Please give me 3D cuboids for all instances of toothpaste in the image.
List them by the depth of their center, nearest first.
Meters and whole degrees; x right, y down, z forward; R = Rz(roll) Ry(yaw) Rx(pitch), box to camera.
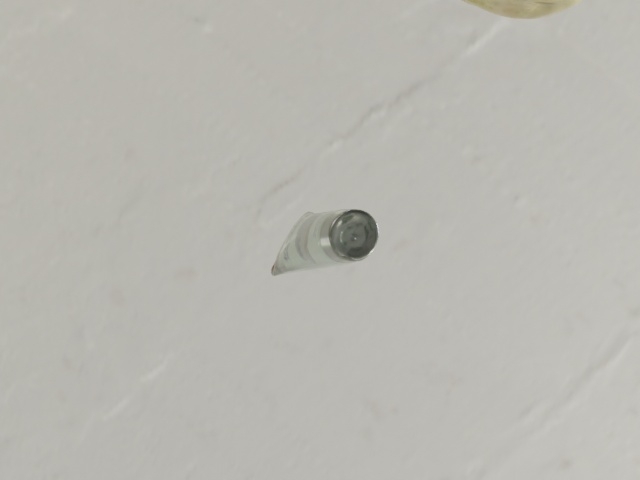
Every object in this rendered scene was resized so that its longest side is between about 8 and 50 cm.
[{"bbox_3d":[0.000,0.000,1.304,0.039,0.239,0.062,33,-98,-9],"label":"toothpaste"}]

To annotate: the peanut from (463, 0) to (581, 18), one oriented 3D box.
[{"bbox_3d":[0.173,-0.209,1.102,0.257,0.123,0.123,-9,-128,0],"label":"peanut"}]
